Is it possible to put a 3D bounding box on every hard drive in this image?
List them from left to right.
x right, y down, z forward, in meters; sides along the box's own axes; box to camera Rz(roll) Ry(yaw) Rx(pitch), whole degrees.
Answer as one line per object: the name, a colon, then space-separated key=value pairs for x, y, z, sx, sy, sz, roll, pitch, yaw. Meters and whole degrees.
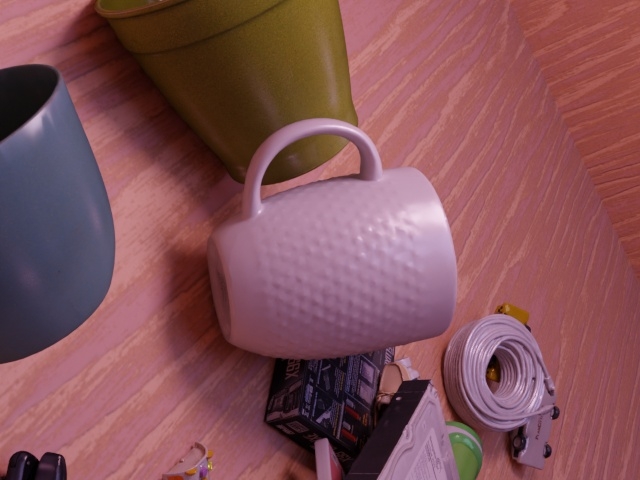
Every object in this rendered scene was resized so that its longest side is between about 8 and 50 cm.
hard drive: x=0.132 y=0.399 z=1.383 sx=0.339 sy=0.064 sz=0.237 roll=-44 pitch=122 yaw=-59

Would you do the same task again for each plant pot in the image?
plant pot: x=-0.355 y=-0.013 z=0.944 sx=0.293 sy=0.293 sz=0.235 roll=-65 pitch=141 yaw=-47
plant pot: x=-0.109 y=-0.290 z=1.412 sx=0.353 sy=0.366 sz=0.366 roll=65 pitch=31 yaw=-31

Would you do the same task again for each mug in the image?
mug: x=0.000 y=0.000 z=1.349 sx=0.276 sy=0.328 sz=0.374 roll=-134 pitch=-143 yaw=-63

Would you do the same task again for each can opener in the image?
can opener: x=-0.336 y=0.326 z=0.988 sx=0.059 sy=0.073 sz=0.186 roll=37 pitch=55 yaw=-52

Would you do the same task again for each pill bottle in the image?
pill bottle: x=0.166 y=0.289 z=1.720 sx=0.067 sy=0.067 sz=0.120 roll=-10 pitch=83 yaw=-57

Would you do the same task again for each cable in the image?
cable: x=0.384 y=0.289 z=1.951 sx=0.257 sy=0.089 sz=0.257 roll=-17 pitch=92 yaw=-34

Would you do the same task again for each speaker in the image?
speaker: x=0.213 y=0.469 z=1.646 sx=0.131 sy=0.131 sz=0.296 roll=60 pitch=34 yaw=-15

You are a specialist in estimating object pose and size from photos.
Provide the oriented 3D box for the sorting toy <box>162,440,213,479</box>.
sorting toy: x=-0.173 y=0.336 z=1.241 sx=0.083 sy=0.044 sz=0.075 roll=-40 pitch=126 yaw=-55

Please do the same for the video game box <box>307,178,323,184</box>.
video game box: x=0.044 y=0.010 z=1.705 sx=0.205 sy=0.048 sz=0.187 roll=34 pitch=47 yaw=-43

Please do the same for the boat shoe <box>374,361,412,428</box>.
boat shoe: x=0.123 y=0.285 z=1.526 sx=0.059 sy=0.063 sz=0.170 roll=38 pitch=46 yaw=-50

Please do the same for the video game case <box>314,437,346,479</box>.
video game case: x=0.054 y=0.475 z=1.384 sx=0.204 sy=0.025 sz=0.285 roll=-96 pitch=166 yaw=-58

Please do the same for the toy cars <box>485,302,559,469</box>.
toy cars: x=0.455 y=0.342 z=2.094 sx=0.176 sy=0.087 sz=0.394 roll=-23 pitch=96 yaw=-31

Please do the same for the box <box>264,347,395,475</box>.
box: x=0.030 y=0.221 z=1.551 sx=0.242 sy=0.076 sz=0.307 roll=41 pitch=43 yaw=-37
